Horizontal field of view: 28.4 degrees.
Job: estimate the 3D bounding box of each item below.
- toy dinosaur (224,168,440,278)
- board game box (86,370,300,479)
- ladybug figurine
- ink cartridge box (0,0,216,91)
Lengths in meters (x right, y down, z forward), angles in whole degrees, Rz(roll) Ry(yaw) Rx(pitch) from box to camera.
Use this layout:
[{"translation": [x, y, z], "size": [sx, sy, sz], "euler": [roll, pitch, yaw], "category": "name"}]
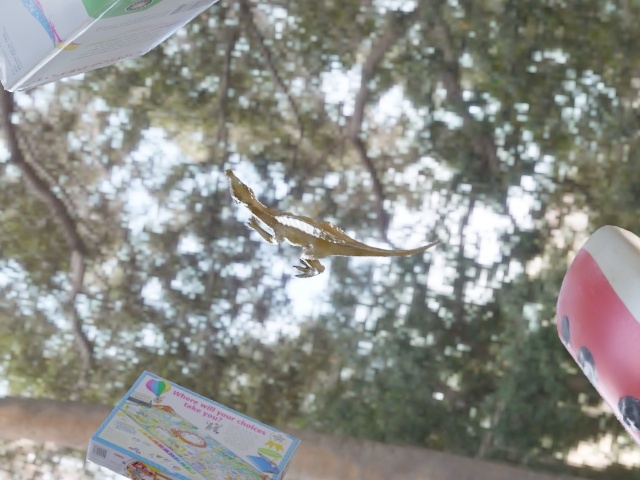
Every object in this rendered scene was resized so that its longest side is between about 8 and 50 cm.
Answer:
[{"translation": [0.000, 0.000, 1.032], "size": [0.092, 0.183, 0.053], "euler": [96, -166, -76], "category": "toy dinosaur"}, {"translation": [-0.107, 0.179, 1.079], "size": [0.103, 0.154, 0.026], "euler": [-54, -16, -55], "category": "board game box"}, {"translation": [0.411, 0.147, 1.540], "size": [0.305, 0.162, 0.449], "euler": [51, -173, -18], "category": "ladybug figurine"}, {"translation": [-0.173, -0.213, 1.052], "size": [0.154, 0.212, 0.093], "euler": [-24, -91, -40], "category": "ink cartridge box"}]
